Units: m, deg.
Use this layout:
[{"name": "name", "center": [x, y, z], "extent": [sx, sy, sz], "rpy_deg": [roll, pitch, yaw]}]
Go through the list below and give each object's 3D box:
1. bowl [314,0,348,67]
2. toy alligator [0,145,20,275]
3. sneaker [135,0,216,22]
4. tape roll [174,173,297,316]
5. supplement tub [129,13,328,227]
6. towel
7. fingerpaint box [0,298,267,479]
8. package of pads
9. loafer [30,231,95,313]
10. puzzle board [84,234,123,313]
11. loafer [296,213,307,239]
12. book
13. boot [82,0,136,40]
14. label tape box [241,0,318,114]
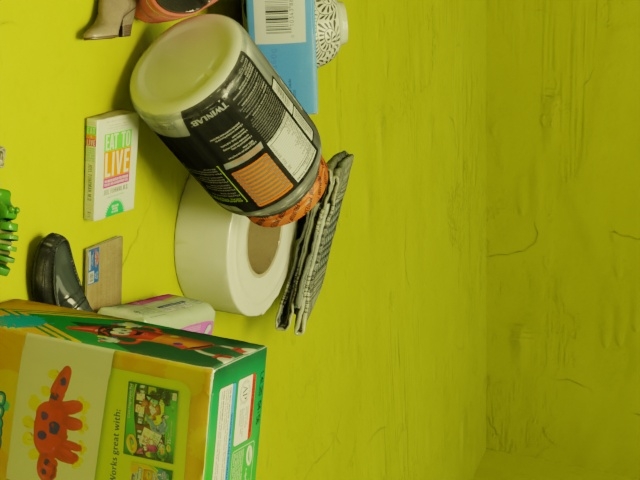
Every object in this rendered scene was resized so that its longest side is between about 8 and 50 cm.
[{"name": "bowl", "center": [0.003, -0.379, 2.471], "extent": [0.170, 0.080, 0.170], "rpy_deg": [173, -90, -83]}, {"name": "toy alligator", "center": [-0.393, -0.022, 1.730], "extent": [0.056, 0.051, 0.190], "rpy_deg": [18, 82, -69]}, {"name": "sneaker", "center": [-0.153, -0.409, 2.025], "extent": [0.314, 0.136, 0.116], "rpy_deg": [-37, 100, -30]}, {"name": "tape roll", "center": [-0.135, -0.017, 2.340], "extent": [0.286, 0.100, 0.286], "rpy_deg": [8, 90, -70]}, {"name": "supplement tub", "center": [-0.123, -0.165, 2.061], "extent": [0.316, 0.193, 0.194], "rpy_deg": [52, 49, -47]}, {"name": "towel", "center": [0.000, 0.000, 2.558], "extent": [0.324, 0.056, 0.312], "rpy_deg": [-50, 157, -77]}, {"name": "fingerpaint box", "center": [-0.277, 0.323, 1.726], "extent": [0.163, 0.371, 0.445], "rpy_deg": [-17, 113, -67]}, {"name": "package of pads", "center": [-0.262, 0.235, 2.105], "extent": [0.229, 0.101, 0.297], "rpy_deg": [-10, 111, -68]}, {"name": "loafer", "center": [-0.337, 0.094, 1.887], "extent": [0.076, 0.078, 0.223], "rpy_deg": [-49, 142, -56]}, {"name": "puzzle board", "center": [-0.315, 0.064, 2.027], "extent": [0.096, 0.011, 0.128], "rpy_deg": [-27, 122, -64]}, {"name": "loafer", "center": [-0.042, -0.028, 2.635], "extent": [0.170, 0.062, 0.061], "rpy_deg": [-50, 148, -52]}, {"name": "book", "center": [-0.299, -0.107, 1.980], "extent": [0.096, 0.035, 0.144], "rpy_deg": [-26, 124, -60]}, {"name": "boot", "center": [-0.289, -0.318, 1.909], "extent": [0.118, 0.042, 0.087], "rpy_deg": [-30, 119, -66]}, {"name": "label tape box", "center": [-0.075, -0.378, 2.288], "extent": [0.348, 0.115, 0.249], "rpy_deg": [-106, -168, -62]}]
